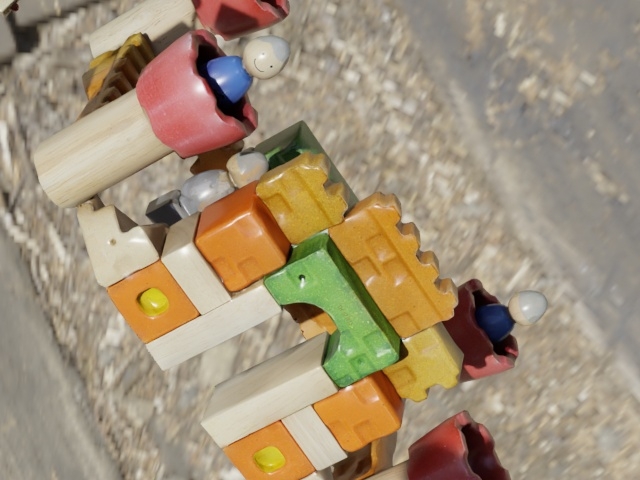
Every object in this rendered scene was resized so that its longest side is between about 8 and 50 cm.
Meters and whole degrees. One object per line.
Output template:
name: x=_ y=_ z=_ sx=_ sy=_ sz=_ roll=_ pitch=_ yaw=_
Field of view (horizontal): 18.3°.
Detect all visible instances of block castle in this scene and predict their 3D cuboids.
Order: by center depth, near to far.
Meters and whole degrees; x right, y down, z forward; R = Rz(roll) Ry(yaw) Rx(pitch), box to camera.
block castle: x=0.000 y=0.000 z=1.559 sx=0.212 sy=0.303 sz=0.453 roll=-27 pitch=112 yaw=19

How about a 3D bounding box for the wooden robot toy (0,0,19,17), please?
wooden robot toy: x=-0.246 y=-0.101 z=1.167 sx=0.173 sy=0.079 sz=0.076 roll=-26 pitch=58 yaw=-15
